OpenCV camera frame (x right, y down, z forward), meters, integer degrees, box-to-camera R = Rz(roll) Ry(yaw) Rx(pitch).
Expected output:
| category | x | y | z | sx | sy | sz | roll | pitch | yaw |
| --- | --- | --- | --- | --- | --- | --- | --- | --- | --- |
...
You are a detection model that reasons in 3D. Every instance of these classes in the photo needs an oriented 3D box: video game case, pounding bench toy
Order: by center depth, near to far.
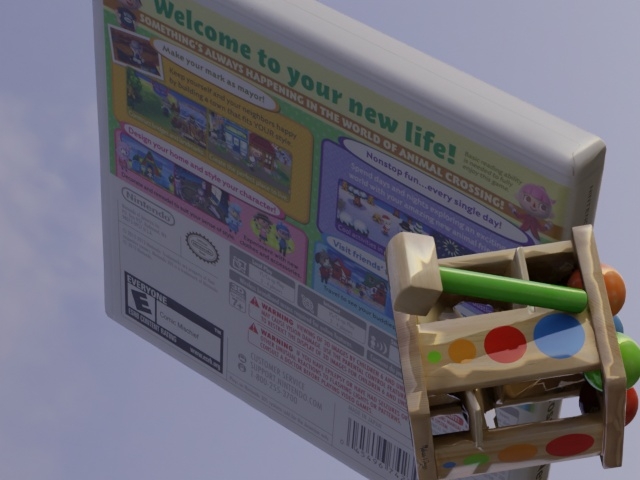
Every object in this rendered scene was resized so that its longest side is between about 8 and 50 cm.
| category | x | y | z | sx | sy | sz | roll | pitch | yaw |
| --- | --- | --- | --- | --- | --- | --- | --- | --- | --- |
| pounding bench toy | 0.053 | 0.025 | 0.505 | 0.083 | 0.065 | 0.052 | 78 | -176 | -57 |
| video game case | 0.000 | 0.000 | 0.691 | 0.023 | 0.212 | 0.193 | -38 | -35 | -37 |
